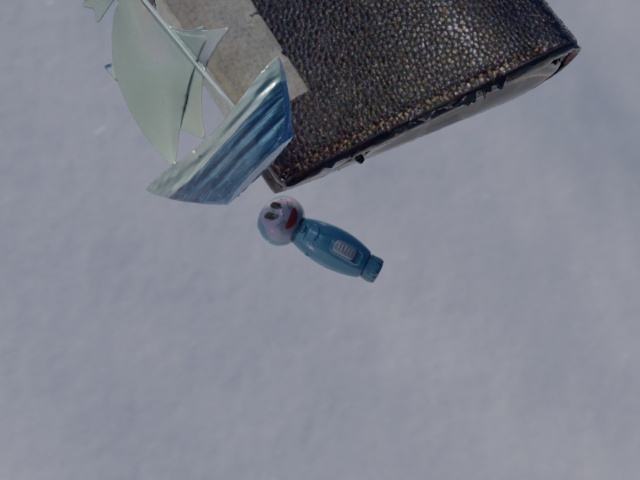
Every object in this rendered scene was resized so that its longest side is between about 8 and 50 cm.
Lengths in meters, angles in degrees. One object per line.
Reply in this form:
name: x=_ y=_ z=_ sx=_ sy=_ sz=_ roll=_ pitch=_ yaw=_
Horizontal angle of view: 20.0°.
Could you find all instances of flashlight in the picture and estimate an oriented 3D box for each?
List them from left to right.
flashlight: x=0.000 y=0.000 z=1.749 sx=0.129 sy=0.051 sz=0.051 roll=27 pitch=41 yaw=-1

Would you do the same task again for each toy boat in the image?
toy boat: x=-0.083 y=-0.077 z=0.991 sx=0.149 sy=0.105 sz=0.034 roll=29 pitch=20 yaw=17

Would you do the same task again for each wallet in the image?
wallet: x=0.016 y=-0.160 z=1.176 sx=0.262 sy=0.071 sz=0.221 roll=-25 pitch=78 yaw=-34
